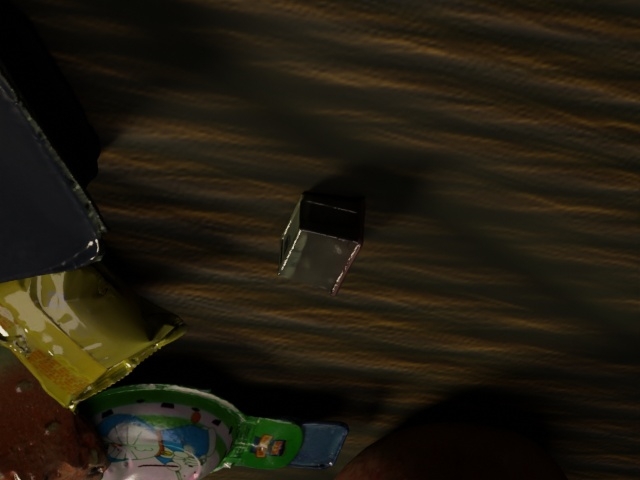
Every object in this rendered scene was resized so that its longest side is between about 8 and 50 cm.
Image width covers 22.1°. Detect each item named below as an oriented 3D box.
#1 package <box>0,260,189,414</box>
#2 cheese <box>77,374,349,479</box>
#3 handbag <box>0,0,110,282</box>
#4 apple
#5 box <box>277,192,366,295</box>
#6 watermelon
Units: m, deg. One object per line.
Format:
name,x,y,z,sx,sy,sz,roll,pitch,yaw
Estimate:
package,-0.250,0.065,1.544,0.168,0.090,0.226,-32,123,13
cheese,-0.132,0.212,1.761,0.320,0.083,0.204,6,140,-11
handbag,-0.369,-0.078,1.346,0.329,0.122,0.303,-13,142,10
apple,0.142,0.349,1.837,0.345,0.269,0.344,12,138,11
box,0.000,0.000,1.532,0.063,0.060,0.084,16,138,-12
watermelon,-0.326,0.209,1.660,0.193,0.139,0.256,-22,124,33
